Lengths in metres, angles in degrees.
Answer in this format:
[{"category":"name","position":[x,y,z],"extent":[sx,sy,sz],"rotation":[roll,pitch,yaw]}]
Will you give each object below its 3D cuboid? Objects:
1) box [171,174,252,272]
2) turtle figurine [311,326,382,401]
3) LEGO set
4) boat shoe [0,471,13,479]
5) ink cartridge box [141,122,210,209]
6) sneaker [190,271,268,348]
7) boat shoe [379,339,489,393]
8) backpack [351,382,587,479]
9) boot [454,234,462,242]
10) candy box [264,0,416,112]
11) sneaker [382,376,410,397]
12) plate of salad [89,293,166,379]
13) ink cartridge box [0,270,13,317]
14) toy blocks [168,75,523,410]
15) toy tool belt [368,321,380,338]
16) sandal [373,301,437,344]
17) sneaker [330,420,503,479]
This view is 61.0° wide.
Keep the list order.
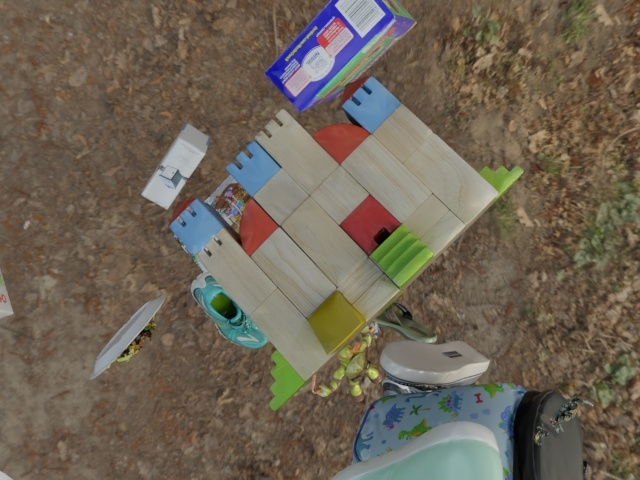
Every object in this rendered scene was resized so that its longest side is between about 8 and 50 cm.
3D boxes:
[{"category":"box","position":[-0.269,-0.037,1.592],"extent":[0.293,0.057,0.201],"rotation":[-42,88,18]},{"category":"turtle figurine","position":[0.096,0.314,1.398],"extent":[0.087,0.217,0.270],"rotation":[18,63,37]},{"category":"LEGO set","position":[0.265,0.194,0.606],"extent":[0.083,0.023,0.054],"rotation":[-7,126,-31]},{"category":"boat shoe","position":[-0.585,0.470,0.910],"extent":[0.113,0.105,0.306],"rotation":[19,130,-8]},{"category":"ink cartridge box","position":[-0.378,-0.197,1.428],"extent":[0.082,0.140,0.191],"rotation":[31,112,-19]},{"category":"sneaker","position":[-0.219,0.193,1.358],"extent":[0.107,0.110,0.275],"rotation":[-47,127,-10]},{"category":"boat shoe","position":[0.230,0.308,1.160],"extent":[0.127,0.340,0.158],"rotation":[36,109,45]},{"category":"backpack","position":[0.227,0.384,0.925],"extent":[0.273,0.290,0.355],"rotation":[47,132,-13]},{"category":"boot","position":[0.341,-0.025,1.725],"extent":[0.197,0.137,0.077],"rotation":[26,63,12]},{"category":"candy box","position":[0.055,-0.425,1.188],"extent":[0.268,0.317,0.122],"rotation":[-40,96,26]},{"category":"sneaker","position":[0.217,0.518,1.491],"extent":[0.101,0.153,0.269],"rotation":[-13,105,41]},{"category":"plate of salad","position":[-0.350,0.182,1.013],"extent":[0.200,0.200,0.048],"rotation":[-43,104,11]},{"category":"ink cartridge box","position":[-0.670,0.023,0.878],"extent":[0.197,0.198,0.270],"rotation":[-20,81,-11]},{"category":"toy blocks","position":[0.006,-0.036,0.645],"extent":[0.381,0.191,0.261],"rotation":[-44,78,4]},{"category":"toy tool belt","position":[0.173,0.291,1.751],"extent":[0.051,0.083,0.052],"rotation":[42,92,-6]},{"category":"sandal","position":[0.267,0.257,1.861],"extent":[0.302,0.120,0.086],"rotation":[24,118,29]},{"category":"sneaker","position":[0.071,0.292,0.518],"extent":[0.094,0.151,0.256],"rotation":[30,126,-16]}]
